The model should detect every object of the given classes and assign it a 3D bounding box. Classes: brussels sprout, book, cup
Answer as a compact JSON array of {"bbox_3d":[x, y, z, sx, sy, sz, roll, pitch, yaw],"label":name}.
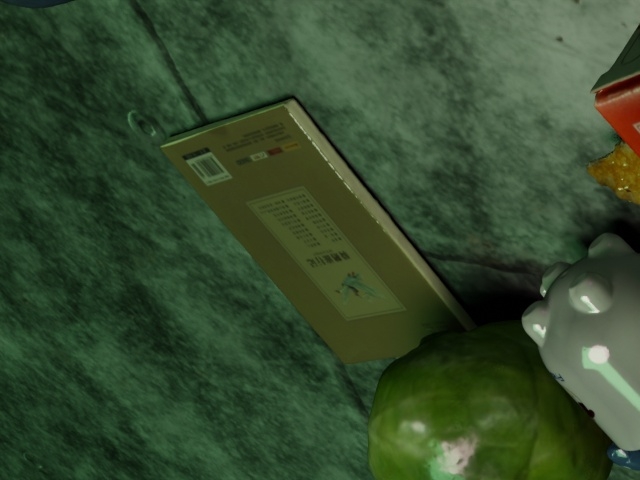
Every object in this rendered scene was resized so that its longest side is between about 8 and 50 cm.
[{"bbox_3d":[0.150,0.176,1.634,0.244,0.244,0.244,26,148,18],"label":"brussels sprout"},{"bbox_3d":[0.000,0.000,1.740,0.217,0.021,0.310,-13,123,52],"label":"book"},{"bbox_3d":[0.253,0.069,1.494,0.142,0.173,0.134,45,117,-9],"label":"cup"}]

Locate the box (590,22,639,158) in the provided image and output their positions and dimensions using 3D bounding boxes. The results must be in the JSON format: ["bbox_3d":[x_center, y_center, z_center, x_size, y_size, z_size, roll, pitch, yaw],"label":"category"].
[{"bbox_3d":[0.274,-0.133,1.125,0.099,0.182,0.133,47,152,-16],"label":"box"}]

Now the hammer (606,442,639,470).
[{"bbox_3d":[0.337,0.189,1.530,0.193,0.070,0.116,9,153,-14],"label":"hammer"}]

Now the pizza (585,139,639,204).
[{"bbox_3d":[0.285,-0.056,1.335,0.199,0.062,0.188,10,127,48],"label":"pizza"}]

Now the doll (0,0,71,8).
[{"bbox_3d":[-0.238,-0.300,1.483,0.228,0.154,0.258,32,156,3],"label":"doll"}]
